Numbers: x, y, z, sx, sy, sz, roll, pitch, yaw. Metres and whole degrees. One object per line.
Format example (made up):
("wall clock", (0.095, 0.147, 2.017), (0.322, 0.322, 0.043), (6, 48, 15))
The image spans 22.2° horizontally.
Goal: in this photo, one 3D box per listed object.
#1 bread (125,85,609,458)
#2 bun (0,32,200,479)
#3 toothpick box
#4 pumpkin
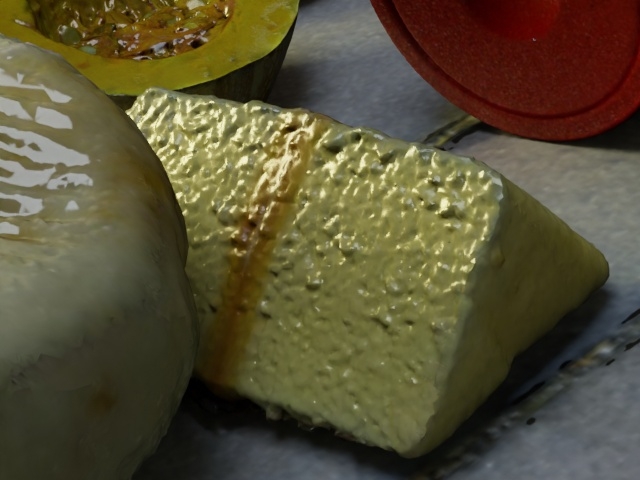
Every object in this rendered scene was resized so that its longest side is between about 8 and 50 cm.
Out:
("bread", (0.000, 0.000, 0.820), (0.266, 0.141, 0.178), (16, 30, 39))
("bun", (-0.238, 0.049, 0.748), (0.365, 0.219, 0.365), (1, 37, -1))
("toothpick box", (0.196, -0.230, 0.981), (0.204, 0.204, 0.333), (13, 43, 39))
("pumpkin", (-0.119, -0.114, 1.058), (0.217, 0.110, 0.217), (-2, 31, 1))
